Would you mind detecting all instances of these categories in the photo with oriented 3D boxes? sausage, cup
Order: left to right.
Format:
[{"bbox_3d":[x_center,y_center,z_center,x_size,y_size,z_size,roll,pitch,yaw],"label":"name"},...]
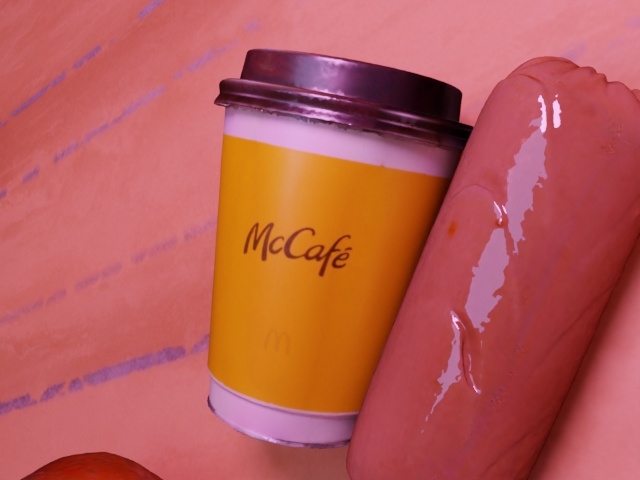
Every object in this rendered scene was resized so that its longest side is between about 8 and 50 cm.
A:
[{"bbox_3d":[0.000,0.000,0.549,0.196,0.196,0.280,19,100,41],"label":"cup"},{"bbox_3d":[0.119,0.036,0.471,0.121,0.121,0.305,28,100,41],"label":"sausage"}]

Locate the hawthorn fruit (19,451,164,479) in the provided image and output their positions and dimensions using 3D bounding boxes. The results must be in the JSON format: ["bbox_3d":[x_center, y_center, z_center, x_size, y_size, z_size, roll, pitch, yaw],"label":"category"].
[{"bbox_3d":[-0.171,0.303,0.628,0.262,0.210,0.211,12,88,19],"label":"hawthorn fruit"}]
